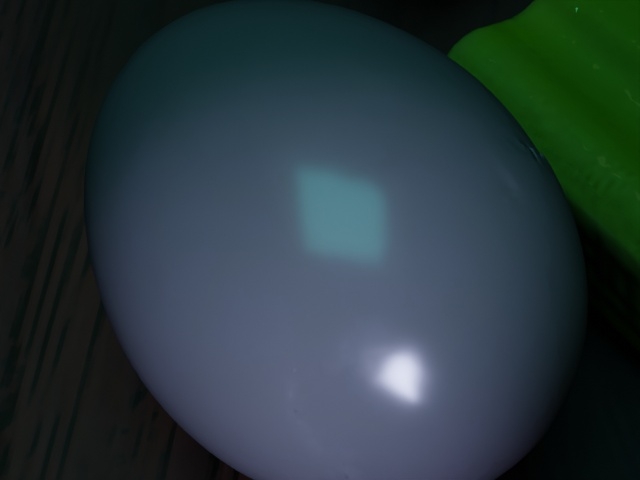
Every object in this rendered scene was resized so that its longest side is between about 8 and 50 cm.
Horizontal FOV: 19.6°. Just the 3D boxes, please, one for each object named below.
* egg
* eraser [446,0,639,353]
[{"bbox_3d":[0.000,0.000,0.599,0.146,0.146,0.199,-30,56,-13],"label":"egg"},{"bbox_3d":[0.201,-0.011,0.615,0.210,0.092,0.274,-30,55,-13],"label":"eraser"}]
